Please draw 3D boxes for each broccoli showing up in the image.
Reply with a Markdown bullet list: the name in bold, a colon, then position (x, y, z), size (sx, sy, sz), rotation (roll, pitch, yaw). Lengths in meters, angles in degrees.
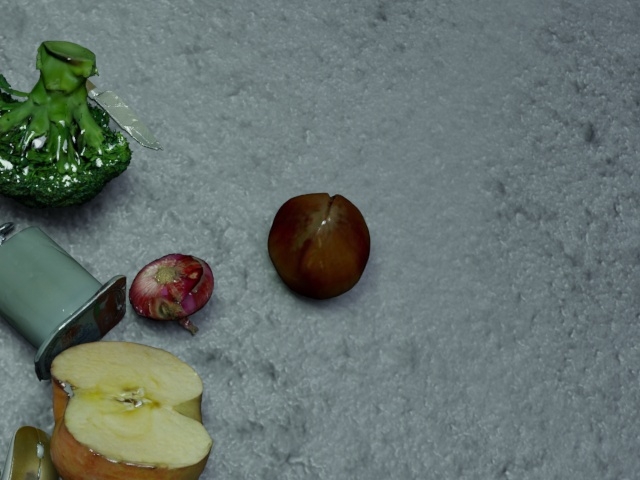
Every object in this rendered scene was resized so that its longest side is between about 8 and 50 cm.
- **broccoli**: position (-0.454, -0.198, 1.493), size (0.297, 0.297, 0.297), rotation (17, 27, -9)

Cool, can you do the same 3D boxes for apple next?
- **apple**: position (-0.305, 0.304, 1.363), size (0.251, 0.163, 0.293), rotation (11, 24, -20)

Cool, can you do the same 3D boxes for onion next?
- **onion**: position (-0.247, 0.106, 1.533), size (0.150, 0.140, 0.150), rotation (-12, 35, 8)

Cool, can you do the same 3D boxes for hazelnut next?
- **hazelnut**: position (0.000, 0.000, 1.595), size (0.208, 0.208, 0.208), rotation (7, 66, -16)

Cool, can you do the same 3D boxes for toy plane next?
- **toy plane**: position (-0.559, -0.007, 1.506), size (0.083, 0.031, 0.078), rotation (-36, 82, -28)

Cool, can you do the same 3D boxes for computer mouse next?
- **computer mouse**: position (-0.450, 0.384, 1.347), size (0.045, 0.102, 0.199), rotation (-7, 61, 26)

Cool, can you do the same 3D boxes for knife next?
- **knife**: position (-0.410, -0.272, 1.679), size (0.298, 0.017, 0.047), rotation (43, 55, 3)

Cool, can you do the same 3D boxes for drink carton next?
- **drink carton**: position (-0.442, 0.090, 1.422), size (0.189, 0.185, 0.191), rotation (42, 63, 5)
